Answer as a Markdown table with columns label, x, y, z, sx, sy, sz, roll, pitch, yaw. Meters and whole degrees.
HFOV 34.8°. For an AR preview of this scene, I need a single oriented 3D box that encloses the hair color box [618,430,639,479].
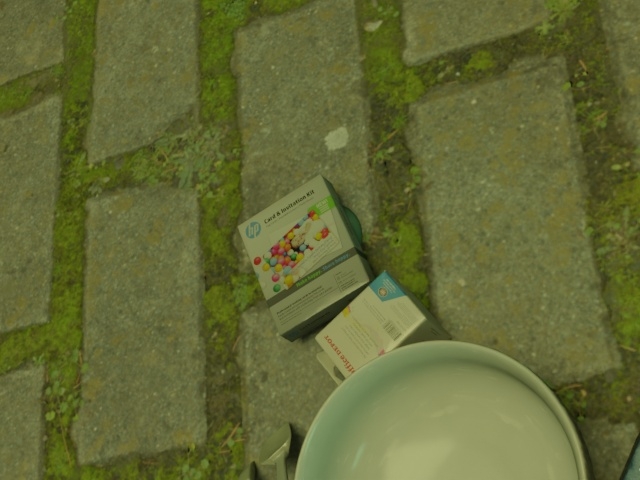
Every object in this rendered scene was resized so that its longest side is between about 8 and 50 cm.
| label | x | y | z | sx | sy | sz | roll | pitch | yaw |
| --- | --- | --- | --- | --- | --- | --- | --- | --- | --- |
| hair color box | 0.325 | 0.316 | 1.013 | 0.105 | 0.174 | 0.347 | 22 | 80 | 23 |

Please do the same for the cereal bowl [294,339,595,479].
| label | x | y | z | sx | sy | sz | roll | pitch | yaw |
| --- | --- | --- | --- | --- | --- | --- | --- | --- | --- |
| cereal bowl | 0.147 | 0.288 | 1.148 | 0.338 | 0.141 | 0.339 | -11 | 65 | 24 |

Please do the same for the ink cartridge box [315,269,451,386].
| label | x | y | z | sx | sy | sz | roll | pitch | yaw |
| --- | --- | --- | --- | --- | --- | --- | --- | --- | --- |
| ink cartridge box | 0.073 | 0.129 | 1.287 | 0.143 | 0.090 | 0.092 | -44 | 56 | 7 |

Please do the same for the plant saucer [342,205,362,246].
| label | x | y | z | sx | sy | sz | roll | pitch | yaw |
| --- | --- | --- | --- | --- | --- | --- | --- | --- | --- |
| plant saucer | 0.000 | 0.000 | 1.423 | 0.119 | 0.021 | 0.119 | -11 | 64 | 25 |

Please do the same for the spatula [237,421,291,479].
| label | x | y | z | sx | sy | sz | roll | pitch | yaw |
| --- | --- | --- | --- | --- | --- | --- | --- | --- | --- |
| spatula | -0.090 | 0.314 | 1.243 | 0.168 | 0.242 | 0.019 | -42 | 98 | 3 |

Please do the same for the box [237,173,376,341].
| label | x | y | z | sx | sy | sz | roll | pitch | yaw |
| --- | --- | --- | --- | --- | --- | --- | --- | --- | --- |
| box | -0.019 | 0.022 | 1.387 | 0.145 | 0.038 | 0.186 | -31 | 57 | 14 |
